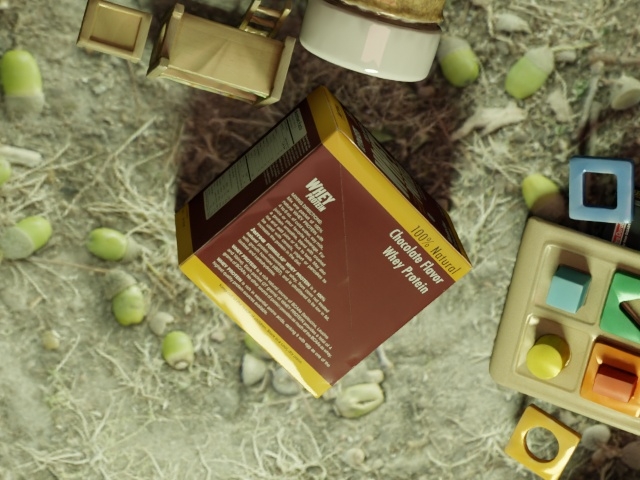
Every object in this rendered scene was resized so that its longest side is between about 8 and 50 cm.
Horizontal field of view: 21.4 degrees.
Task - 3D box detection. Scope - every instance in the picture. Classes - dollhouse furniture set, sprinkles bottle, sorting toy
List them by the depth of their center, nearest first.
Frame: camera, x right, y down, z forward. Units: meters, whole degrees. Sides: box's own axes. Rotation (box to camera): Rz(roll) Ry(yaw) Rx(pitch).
[{"bbox_3d":[0.085,-0.319,1.444,0.121,0.121,0.355,13,106,-12],"label":"sprinkles bottle"},{"bbox_3d":[-0.112,-0.221,1.509,0.181,0.101,0.161,16,86,-13],"label":"dollhouse furniture set"},{"bbox_3d":[0.263,0.091,1.638,0.196,0.047,0.348,21,113,22],"label":"sorting toy"}]

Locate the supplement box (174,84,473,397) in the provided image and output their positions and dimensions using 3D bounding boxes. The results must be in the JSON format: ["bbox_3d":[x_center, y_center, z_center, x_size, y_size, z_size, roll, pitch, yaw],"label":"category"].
[{"bbox_3d":[0.000,0.000,1.576,0.194,0.129,0.191,-41,111,11],"label":"supplement box"}]

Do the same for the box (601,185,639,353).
[{"bbox_3d":[0.345,0.076,1.648,0.175,0.051,0.220,22,113,21],"label":"box"}]
